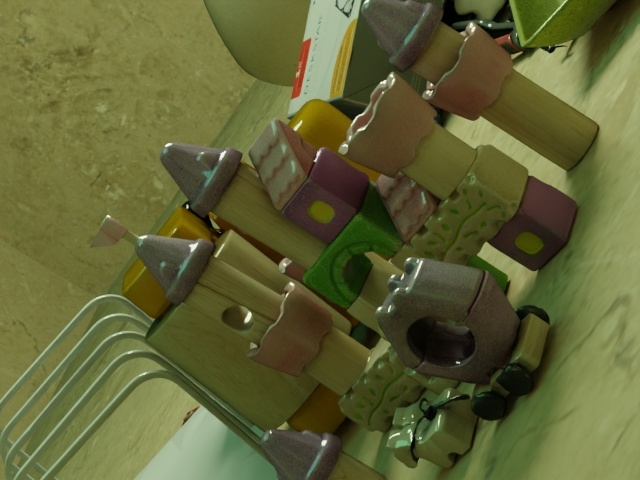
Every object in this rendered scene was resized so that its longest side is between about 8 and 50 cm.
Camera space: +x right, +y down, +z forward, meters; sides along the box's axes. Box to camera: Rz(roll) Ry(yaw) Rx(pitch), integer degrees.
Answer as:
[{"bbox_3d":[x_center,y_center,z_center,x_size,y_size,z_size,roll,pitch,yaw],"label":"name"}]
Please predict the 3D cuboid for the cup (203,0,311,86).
[{"bbox_3d":[-0.038,-0.371,2.747,0.331,0.331,0.237,-69,-12,-51],"label":"cup"}]

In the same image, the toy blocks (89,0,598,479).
[{"bbox_3d":[0.000,0.000,1.286,0.288,0.260,0.309,-50,12,40],"label":"toy blocks"}]

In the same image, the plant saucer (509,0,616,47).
[{"bbox_3d":[0.228,-0.250,1.479,0.188,0.045,0.188,-47,23,24],"label":"plant saucer"}]

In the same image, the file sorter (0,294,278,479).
[{"bbox_3d":[-0.165,0.185,1.611,0.193,0.173,0.278,-48,19,-1],"label":"file sorter"}]

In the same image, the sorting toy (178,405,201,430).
[{"bbox_3d":[-0.114,0.192,1.940,0.274,0.046,0.132,-57,9,9],"label":"sorting toy"}]

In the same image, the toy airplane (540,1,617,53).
[{"bbox_3d":[0.228,-0.222,1.548,0.151,0.028,0.151,-55,11,16],"label":"toy airplane"}]

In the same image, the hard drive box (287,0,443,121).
[{"bbox_3d":[0.049,-0.214,1.949,0.232,0.089,0.181,171,111,-75],"label":"hard drive box"}]

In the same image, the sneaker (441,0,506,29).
[{"bbox_3d":[0.139,-0.277,1.988,0.129,0.111,0.297,-65,9,-6],"label":"sneaker"}]

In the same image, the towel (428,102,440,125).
[{"bbox_3d":[0.064,-0.094,2.017,0.243,0.040,0.336,-52,12,23],"label":"towel"}]

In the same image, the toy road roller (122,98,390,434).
[{"bbox_3d":[-0.025,0.009,1.594,0.240,0.202,0.329,-51,8,4],"label":"toy road roller"}]

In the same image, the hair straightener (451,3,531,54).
[{"bbox_3d":[0.174,-0.210,1.739,0.089,0.047,0.230,-60,9,-11],"label":"hair straightener"}]
